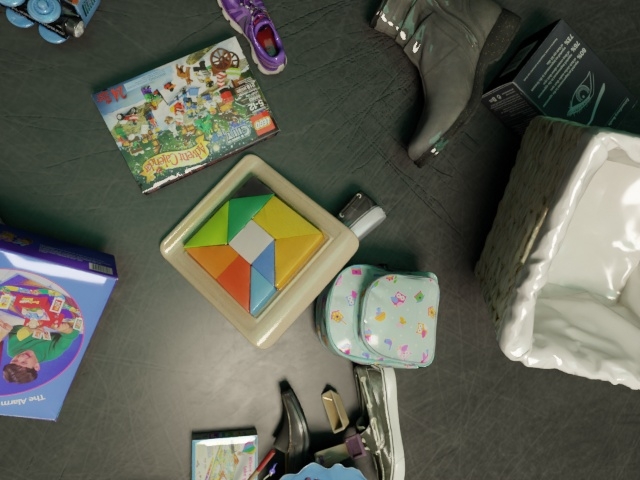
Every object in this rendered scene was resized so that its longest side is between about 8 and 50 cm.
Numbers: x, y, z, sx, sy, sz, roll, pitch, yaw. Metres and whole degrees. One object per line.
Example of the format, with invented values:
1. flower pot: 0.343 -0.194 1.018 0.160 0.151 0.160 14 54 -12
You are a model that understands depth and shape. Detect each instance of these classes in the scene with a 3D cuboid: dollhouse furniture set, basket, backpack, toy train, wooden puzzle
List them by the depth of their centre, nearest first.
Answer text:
1. toy train: -0.413 -0.361 0.697 0.184 0.080 0.105 26 76 -10
2. basket: 0.441 0.010 0.739 0.331 0.266 0.329 13 110 -2
3. wooden puzzle: -0.097 0.006 0.747 0.238 0.044 0.221 40 81 16
4. backpack: 0.090 0.118 0.783 0.188 0.144 0.166 7 84 -7
5. dollhouse furniture set: 0.000 0.315 0.807 0.081 0.091 0.114 -1 60 -39

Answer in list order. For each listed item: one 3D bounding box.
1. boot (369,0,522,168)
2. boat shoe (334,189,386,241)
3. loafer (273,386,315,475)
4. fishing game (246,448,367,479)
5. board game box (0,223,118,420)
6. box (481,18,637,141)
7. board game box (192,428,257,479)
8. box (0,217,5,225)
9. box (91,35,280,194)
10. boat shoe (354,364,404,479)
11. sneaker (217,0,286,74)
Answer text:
1. boot: 0.168 -0.304 0.823 0.222 0.118 0.338 32 73 -9
2. boat shoe: 0.000 0.000 0.800 0.228 0.080 0.076 -38 80 -6
3. loafer: -0.047 0.324 0.800 0.061 0.062 0.170 -13 93 -8
4. fishing game: -0.005 0.424 0.775 0.264 0.041 0.189 30 110 -19
5. board game box: -0.467 0.085 0.603 0.347 0.078 0.233 21 102 -32
6. box: 0.417 -0.249 0.871 0.207 0.108 0.153 41 82 -11
7. board game box: -0.154 0.388 0.792 0.103 0.026 0.154 1 91 -13
8. box: -0.490 0.011 0.676 0.102 0.087 0.101 -32 98 -11
9. box: -0.201 -0.192 0.762 0.233 0.044 0.159 -28 97 -11
10. boat shoe: 0.091 0.315 0.826 0.070 0.078 0.220 -4 84 -14
11. sneaker: -0.100 -0.347 0.769 0.068 0.071 0.170 -35 98 -10
